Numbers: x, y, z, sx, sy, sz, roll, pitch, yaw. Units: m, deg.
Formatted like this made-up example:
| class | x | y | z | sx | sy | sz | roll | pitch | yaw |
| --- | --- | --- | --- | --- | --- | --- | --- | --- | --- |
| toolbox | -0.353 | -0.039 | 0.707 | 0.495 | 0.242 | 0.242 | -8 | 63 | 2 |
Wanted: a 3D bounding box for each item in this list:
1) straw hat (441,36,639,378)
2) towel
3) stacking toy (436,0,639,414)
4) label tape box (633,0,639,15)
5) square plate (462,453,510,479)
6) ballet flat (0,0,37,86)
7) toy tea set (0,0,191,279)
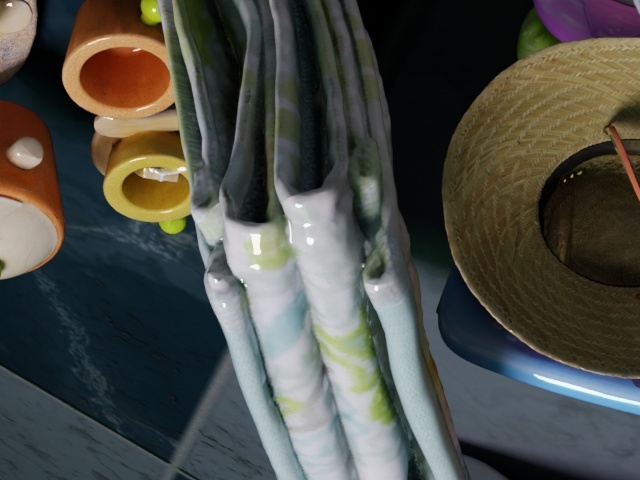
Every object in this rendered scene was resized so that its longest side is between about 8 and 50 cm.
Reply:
| class | x | y | z | sx | sy | sz | roll | pitch | yaw |
| --- | --- | --- | --- | --- | --- | --- | --- | --- | --- |
| straw hat | 0.117 | -0.006 | 0.516 | 0.145 | 0.144 | 0.061 | 25 | 164 | 10 |
| towel | 0.000 | 0.000 | 0.674 | 0.090 | 0.320 | 0.374 | -14 | 140 | 0 |
| stacking toy | 0.145 | -0.078 | 0.579 | 0.166 | 0.175 | 0.301 | 16 | 136 | 19 |
| label tape box | 0.145 | -0.218 | 0.316 | 0.241 | 0.106 | 0.333 | -16 | 130 | 24 |
| square plate | 0.259 | 0.327 | 1.049 | 0.347 | 0.049 | 0.344 | 53 | 171 | -33 |
| ballet flat | -0.281 | -0.111 | 0.924 | 0.107 | 0.106 | 0.316 | 38 | 149 | -11 |
| toy tea set | -0.164 | -0.083 | 0.782 | 0.200 | 0.124 | 0.336 | -6 | 143 | -1 |
